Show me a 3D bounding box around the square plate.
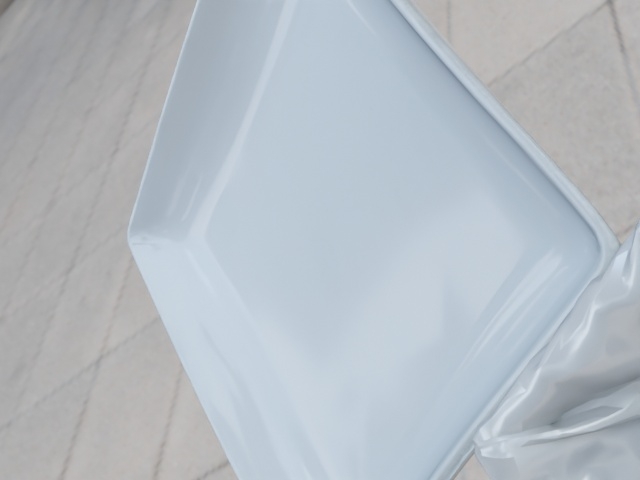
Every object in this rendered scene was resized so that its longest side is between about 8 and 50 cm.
[{"bbox_3d":[0.000,0.000,0.646,0.347,0.049,0.344,58,140,33],"label":"square plate"}]

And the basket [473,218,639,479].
[{"bbox_3d":[0.291,0.027,0.317,0.266,0.328,0.331,-28,-25,-47],"label":"basket"}]
